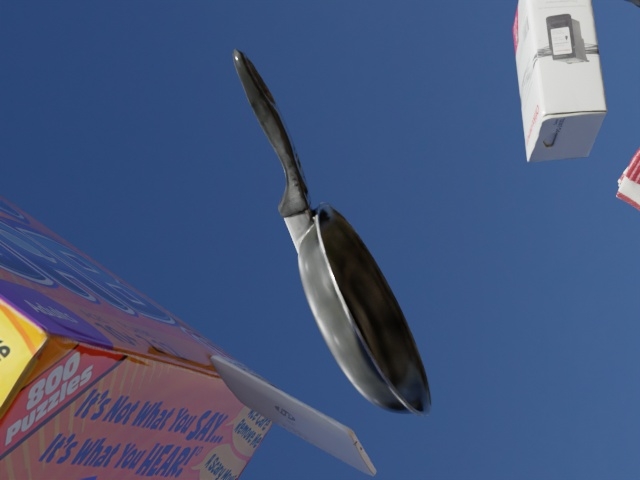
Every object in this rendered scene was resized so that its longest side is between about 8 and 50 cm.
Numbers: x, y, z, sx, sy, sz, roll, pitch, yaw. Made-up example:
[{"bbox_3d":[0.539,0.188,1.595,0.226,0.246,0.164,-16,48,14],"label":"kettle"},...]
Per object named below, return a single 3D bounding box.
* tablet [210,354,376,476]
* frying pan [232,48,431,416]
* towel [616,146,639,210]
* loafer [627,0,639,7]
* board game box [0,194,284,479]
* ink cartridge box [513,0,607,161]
[{"bbox_3d":[-0.013,0.083,0.703,0.006,0.083,0.054,-55,-29,-18],"label":"tablet"},{"bbox_3d":[0.005,0.020,1.201,0.326,0.053,0.197,53,-164,-37],"label":"frying pan"},{"bbox_3d":[0.501,-0.097,1.678,0.237,0.329,0.037,34,-130,6],"label":"towel"},{"bbox_3d":[0.157,-0.203,0.839,0.319,0.112,0.111,11,-132,-46],"label":"loafer"},{"bbox_3d":[-0.298,0.122,0.797,0.356,0.356,0.356,-56,-17,0],"label":"board game box"},{"bbox_3d":[0.225,-0.162,1.412,0.109,0.063,0.150,89,177,-70],"label":"ink cartridge box"}]
